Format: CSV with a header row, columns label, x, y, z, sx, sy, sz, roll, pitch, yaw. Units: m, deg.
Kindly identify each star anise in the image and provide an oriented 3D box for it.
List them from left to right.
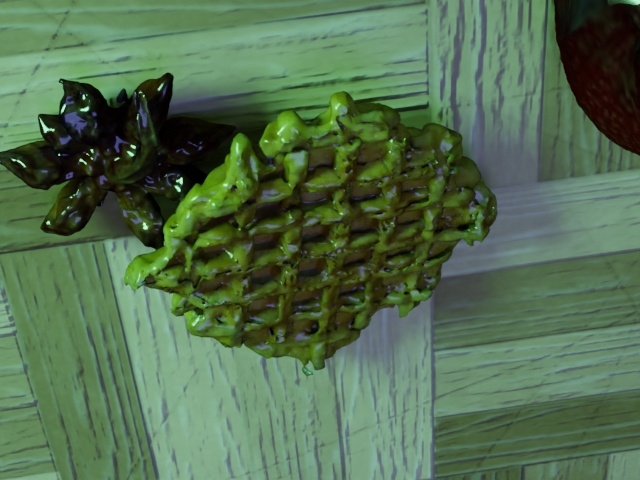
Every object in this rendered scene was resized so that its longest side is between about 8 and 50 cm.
label,x,y,z,sx,sy,sz,roll,pitch,yaw
star anise,-0.139,-0.055,0.897,0.167,0.057,0.168,-3,140,-2

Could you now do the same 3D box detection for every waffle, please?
label,x,y,z,sx,sy,sz,roll,pitch,yaw
waffle,0.000,-0.001,0.943,0.254,0.052,0.245,-40,138,24

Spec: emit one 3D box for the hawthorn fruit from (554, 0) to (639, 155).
label,x,y,z,sx,sy,sz,roll,pitch,yaw
hawthorn fruit,0.274,-0.125,0.814,0.266,0.230,0.210,24,88,-50
